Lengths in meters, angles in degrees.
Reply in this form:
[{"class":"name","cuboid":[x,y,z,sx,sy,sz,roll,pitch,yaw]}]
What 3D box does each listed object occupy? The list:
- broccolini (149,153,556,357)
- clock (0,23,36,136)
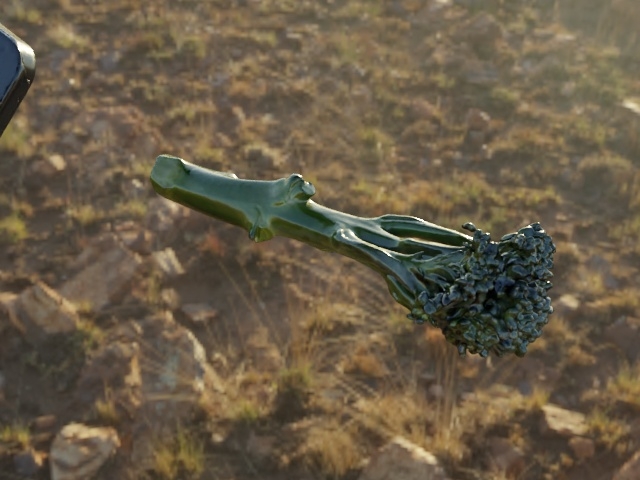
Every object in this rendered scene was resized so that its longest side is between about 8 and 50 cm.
[{"class":"broccolini","cuboid":[0.000,0.002,0.463,0.216,0.067,0.058,16,73,29]},{"class":"clock","cuboid":[-0.419,-0.123,0.981,0.279,0.273,0.049,37,8,29]}]
